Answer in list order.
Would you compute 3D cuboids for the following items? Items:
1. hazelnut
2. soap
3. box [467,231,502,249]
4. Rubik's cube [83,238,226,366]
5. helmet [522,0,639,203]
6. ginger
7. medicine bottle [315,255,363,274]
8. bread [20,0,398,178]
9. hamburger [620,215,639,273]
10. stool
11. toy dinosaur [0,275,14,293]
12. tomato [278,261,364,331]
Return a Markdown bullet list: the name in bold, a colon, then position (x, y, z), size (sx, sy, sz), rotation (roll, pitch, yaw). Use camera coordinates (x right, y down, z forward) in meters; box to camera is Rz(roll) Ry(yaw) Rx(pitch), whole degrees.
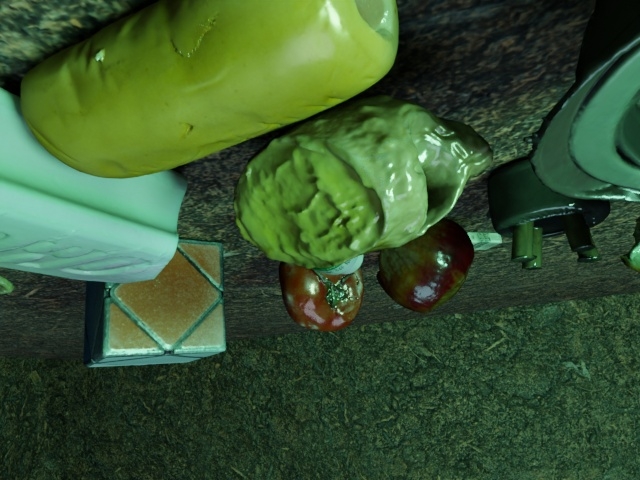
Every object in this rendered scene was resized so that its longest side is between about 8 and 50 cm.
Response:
- **hazelnut**: position (0.200, 0.044, 0.963), size (0.170, 0.160, 0.201), rotation (-6, 131, -45)
- **soap**: position (-0.295, -0.037, 0.540), size (0.209, 0.114, 0.347), rotation (-9, 164, 25)
- **box**: position (0.327, 0.002, 1.048), size (0.083, 0.023, 0.054), rotation (1, 164, -22)
- **Rubik's cube**: position (-0.305, 0.117, 0.913), size (0.208, 0.205, 0.205), rotation (4, 161, -34)
- **helmet**: position (0.282, -0.136, 0.302), size (0.306, 0.176, 0.225), rotation (0, 159, 16)
- **ginger**: position (0.024, -0.061, 0.481), size (0.276, 0.130, 0.221), rotation (-10, -165, 35)
- **medicine bottle**: position (0.000, 0.000, 0.814), size (0.095, 0.095, 0.260), rotation (-11, 164, 19)
- **bread**: position (-0.092, -0.120, 0.388), size (0.306, 0.091, 0.142), rotation (-14, 167, 28)
- **hamburger**: position (0.483, -0.030, 0.567), size (0.288, 0.167, 0.192), rotation (-11, -149, -36)
- **stool**: position (0.329, -0.044, 0.692), size (0.154, 0.139, 0.228), rotation (1, 164, -13)
- **toy dinosaur**: position (-0.512, 0.011, 0.732), size (0.252, 0.072, 0.199), rotation (4, 153, 0)
- **tomato**: position (-0.007, 0.095, 1.010), size (0.187, 0.186, 0.152), rotation (8, -179, -39)
